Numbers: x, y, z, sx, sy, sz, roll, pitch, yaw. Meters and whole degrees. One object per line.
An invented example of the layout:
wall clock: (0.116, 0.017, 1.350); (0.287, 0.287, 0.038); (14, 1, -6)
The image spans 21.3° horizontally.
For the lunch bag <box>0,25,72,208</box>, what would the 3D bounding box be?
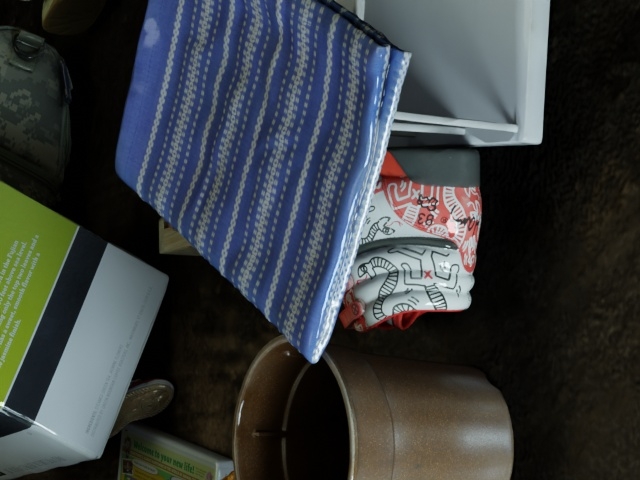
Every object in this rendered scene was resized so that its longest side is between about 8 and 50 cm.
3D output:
lunch bag: (-0.428, -0.098, 1.999); (0.305, 0.212, 0.256); (-23, 49, 53)

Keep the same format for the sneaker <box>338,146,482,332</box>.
sneaker: (0.000, 0.000, 1.361); (0.270, 0.090, 0.145); (0, 91, 27)

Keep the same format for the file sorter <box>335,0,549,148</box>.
file sorter: (0.027, -0.174, 1.339); (0.278, 0.173, 0.193); (2, 89, 57)

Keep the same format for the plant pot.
plant pot: (0.046, 0.154, 1.282); (0.167, 0.165, 0.167); (-8, 81, 57)

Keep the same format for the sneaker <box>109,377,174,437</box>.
sneaker: (-0.196, 0.157, 1.767); (0.118, 0.042, 0.067); (-30, 32, 28)

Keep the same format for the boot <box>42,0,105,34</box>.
boot: (-0.259, -0.348, 1.887); (0.213, 0.077, 0.165); (-41, 51, 48)

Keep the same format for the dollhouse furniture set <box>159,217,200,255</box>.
dollhouse furniture set: (-0.098, -0.063, 1.558); (0.184, 0.129, 0.129); (-15, 74, 56)

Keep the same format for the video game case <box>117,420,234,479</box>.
video game case: (-0.153, 0.294, 1.704); (0.212, 0.023, 0.193); (10, 95, 58)

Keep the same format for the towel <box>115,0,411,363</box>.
towel: (-0.062, -0.092, 1.277); (0.336, 0.040, 0.243); (41, 123, 49)

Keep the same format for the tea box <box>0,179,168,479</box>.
tea box: (-0.394, 0.085, 1.776); (0.329, 0.323, 0.220); (-23, 42, 55)

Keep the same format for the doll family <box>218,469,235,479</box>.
doll family: (-0.038, 0.258, 1.445); (0.263, 0.118, 0.163); (-46, 56, 44)
